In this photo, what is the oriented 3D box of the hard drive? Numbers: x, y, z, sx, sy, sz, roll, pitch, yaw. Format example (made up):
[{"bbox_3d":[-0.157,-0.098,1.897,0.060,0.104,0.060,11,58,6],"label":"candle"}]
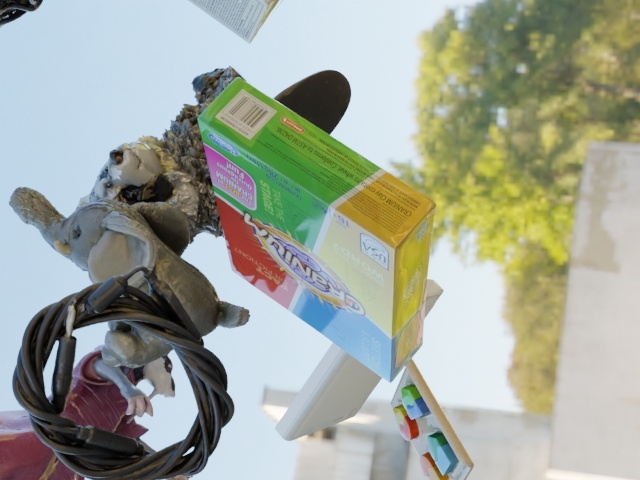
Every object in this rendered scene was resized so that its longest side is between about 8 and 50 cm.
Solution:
[{"bbox_3d":[0.065,0.199,2.020,0.203,0.040,0.308,-10,-40,-51],"label":"hard drive"}]

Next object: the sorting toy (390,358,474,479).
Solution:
[{"bbox_3d":[0.165,0.304,1.888,0.193,0.038,0.208,60,164,24],"label":"sorting toy"}]

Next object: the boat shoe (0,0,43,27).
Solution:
[{"bbox_3d":[-0.389,-0.354,1.496,0.187,0.499,0.156,-67,-35,-48],"label":"boat shoe"}]

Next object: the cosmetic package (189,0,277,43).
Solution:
[{"bbox_3d":[-0.191,-0.491,2.041,0.129,0.296,0.153,-57,5,-24],"label":"cosmetic package"}]

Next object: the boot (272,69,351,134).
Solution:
[{"bbox_3d":[-0.080,-0.173,1.997,0.112,0.305,0.115,48,176,-21],"label":"boot"}]

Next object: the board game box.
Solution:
[{"bbox_3d":[0.000,0.000,1.257,0.064,0.242,0.317,-48,-21,-21],"label":"board game box"}]

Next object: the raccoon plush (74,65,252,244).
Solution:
[{"bbox_3d":[-0.113,-0.022,1.662,0.446,0.299,0.216,42,-176,-32],"label":"raccoon plush"}]

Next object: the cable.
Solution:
[{"bbox_3d":[-0.153,0.122,0.957,0.185,0.150,0.047,62,164,-18],"label":"cable"}]

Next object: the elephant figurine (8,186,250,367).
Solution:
[{"bbox_3d":[-0.230,0.019,1.433,0.169,0.186,0.240,3,116,66],"label":"elephant figurine"}]

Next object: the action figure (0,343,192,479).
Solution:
[{"bbox_3d":[-0.330,0.245,1.606,0.370,0.275,0.248,-47,-30,-40],"label":"action figure"}]
